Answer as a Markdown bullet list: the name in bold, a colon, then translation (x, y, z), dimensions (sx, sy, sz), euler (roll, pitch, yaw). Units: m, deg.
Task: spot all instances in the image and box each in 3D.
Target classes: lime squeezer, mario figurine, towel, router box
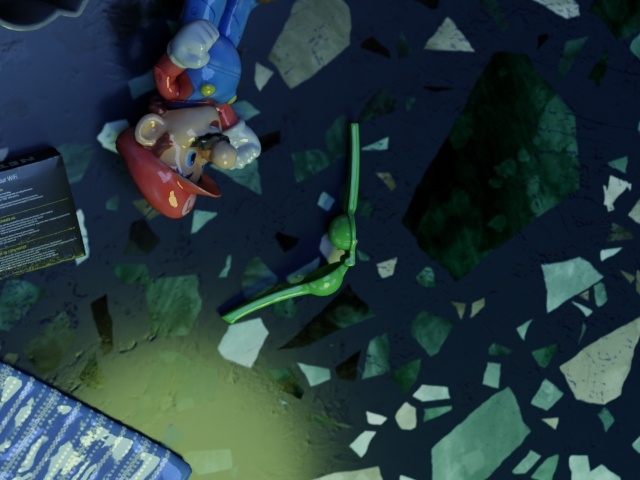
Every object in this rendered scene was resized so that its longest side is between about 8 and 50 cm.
- **lime squeezer**: translation (0.000, 0.000, 1.940), dimensions (0.110, 0.059, 0.310), euler (33, 91, 2)
- **mario figurine**: translation (-0.120, -0.175, 1.760), dimensions (0.198, 0.170, 0.320), euler (16, 96, -29)
- **towel**: translation (-0.350, 0.321, 1.871), dimensions (0.336, 0.040, 0.243), euler (34, 89, -28)
- **router box**: translation (-0.381, -0.022, 1.751), dimensions (0.179, 0.046, 0.133), euler (-17, 111, -19)

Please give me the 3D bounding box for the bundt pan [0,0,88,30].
- **bundt pan**: translation (-0.353, -0.397, 1.587), dimensions (0.331, 0.124, 0.331), euler (-14, 112, -37)
